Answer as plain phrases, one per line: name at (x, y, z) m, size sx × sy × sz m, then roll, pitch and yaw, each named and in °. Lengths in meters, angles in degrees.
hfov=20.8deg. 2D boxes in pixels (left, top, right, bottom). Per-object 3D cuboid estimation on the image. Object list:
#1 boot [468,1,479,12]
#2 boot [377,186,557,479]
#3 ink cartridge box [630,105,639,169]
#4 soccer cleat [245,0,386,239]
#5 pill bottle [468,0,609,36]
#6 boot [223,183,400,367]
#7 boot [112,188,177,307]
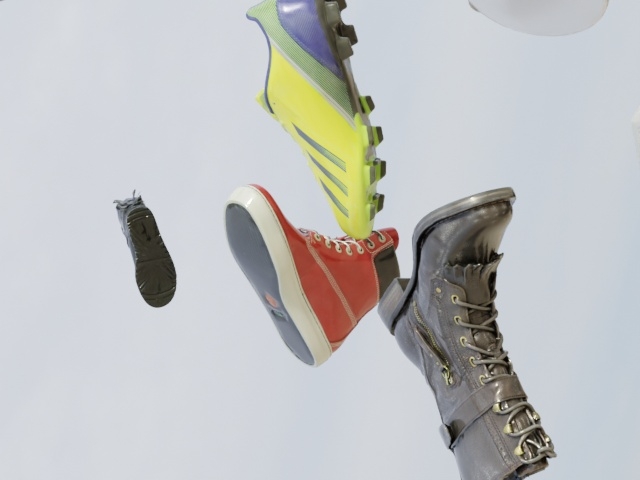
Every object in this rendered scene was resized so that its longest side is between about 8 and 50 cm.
boot at (0.245, -0.413, 2.110) m, size 0.248 × 0.090 × 0.207 m, roll -54°, pitch 16°, yaw 40°
boot at (0.152, 0.101, 1.555) m, size 0.229 × 0.091 × 0.263 m, roll 65°, pitch 153°, yaw 26°
ink cartridge box at (0.430, -0.085, 1.906) m, size 0.127 × 0.128 × 0.176 m, roll -51°, pitch -46°, yaw -45°
soccer cleat at (-0.004, -0.136, 1.901) m, size 0.093 × 0.121 × 0.289 m, roll -67°, pitch -35°, yaw -68°
pill bottle at (0.221, -0.333, 1.553) m, size 0.160 × 0.160 × 0.283 m, roll 75°, pitch -150°, yaw -59°
boot at (0.000, 0.000, 1.962) m, size 0.176 × 0.088 × 0.244 m, roll -42°, pitch -53°, yaw -21°
boot at (-0.192, 0.008, 1.902) m, size 0.099 × 0.045 × 0.121 m, roll -151°, pitch 45°, yaw -75°
